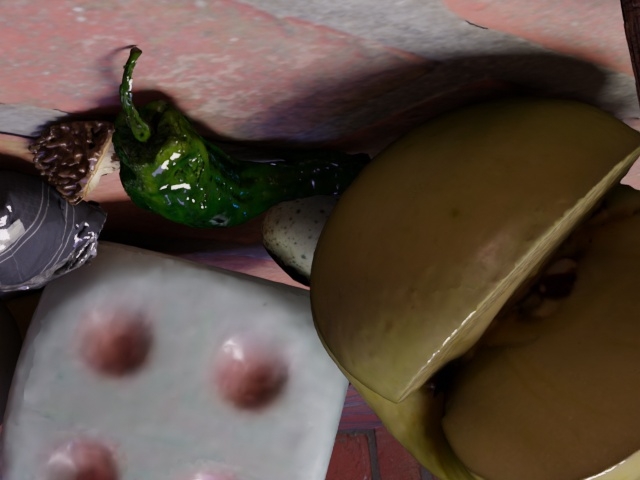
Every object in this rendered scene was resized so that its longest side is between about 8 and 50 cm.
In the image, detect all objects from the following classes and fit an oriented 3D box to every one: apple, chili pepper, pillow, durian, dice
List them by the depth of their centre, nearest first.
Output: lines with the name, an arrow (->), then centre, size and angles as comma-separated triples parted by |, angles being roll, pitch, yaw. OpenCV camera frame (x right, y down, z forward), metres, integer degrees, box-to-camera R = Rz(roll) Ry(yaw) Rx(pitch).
chili pepper -> -0.071, -0.049, 0.790 | 0.122, 0.065, 0.279 | -38, 158, 22
durian -> -0.165, -0.060, 0.796 | 0.066, 0.052, 0.130 | -42, -178, -19
apple -> 0.137, 0.041, 0.804 | 0.254, 0.292, 0.292 | -46, 176, -16
pillow -> -0.322, -0.001, 0.822 | 0.335, 0.092, 0.161 | -4, 172, -13
dice -> -0.117, 0.153, 1.028 | 0.268, 0.262, 0.264 | 13, 177, 1

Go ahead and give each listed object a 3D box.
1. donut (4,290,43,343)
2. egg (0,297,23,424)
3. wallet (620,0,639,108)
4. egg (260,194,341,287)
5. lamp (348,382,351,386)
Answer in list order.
donut -> -0.244, 0.119, 1.323 | 0.303, 0.110, 0.303 | -3, 166, -1
egg -> -0.376, 0.116, 1.078 | 0.189, 0.188, 0.254 | -3, 175, -14
wallet -> 0.281, -0.105, 0.600 | 0.230, 0.124, 0.042 | -10, -177, 13
egg -> 0.000, 0.000, 0.983 | 0.110, 0.085, 0.085 | 9, 161, -32
lamp -> -0.008, 0.163, 1.543 | 0.157, 0.134, 0.156 | -9, 167, 4
